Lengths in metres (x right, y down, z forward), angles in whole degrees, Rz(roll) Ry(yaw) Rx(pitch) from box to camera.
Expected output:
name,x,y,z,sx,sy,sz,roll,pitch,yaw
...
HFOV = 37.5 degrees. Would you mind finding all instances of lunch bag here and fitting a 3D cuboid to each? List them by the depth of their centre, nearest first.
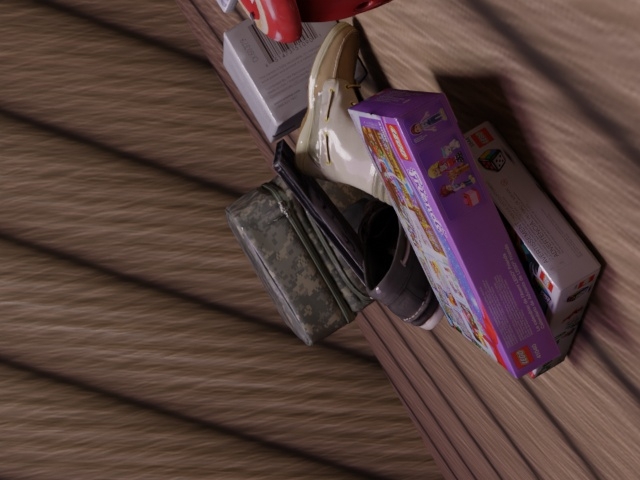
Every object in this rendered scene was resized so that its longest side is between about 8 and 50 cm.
name,x,y,z,sx,sy,sz,roll,pitch,yaw
lunch bag,0.000,0.000,1.731,0.305,0.256,0.212,60,171,-10

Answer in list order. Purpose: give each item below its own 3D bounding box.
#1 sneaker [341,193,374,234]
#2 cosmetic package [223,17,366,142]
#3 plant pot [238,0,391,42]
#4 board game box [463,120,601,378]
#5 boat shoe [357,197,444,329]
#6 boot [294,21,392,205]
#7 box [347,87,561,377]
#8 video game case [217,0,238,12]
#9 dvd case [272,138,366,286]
name,x,y,z,sx,sy,sz,roll,pitch,yaw
sneaker,0.102,0.000,1.498,0.109,0.130,0.286,63,172,-19
cosmetic package,-0.044,-0.254,1.388,0.151,0.151,0.183,60,175,-1
plant pot,-0.009,-0.290,0.871,0.191,0.174,0.191,60,176,7
board game box,0.215,0.023,1.052,0.193,0.053,0.305,58,174,25
boat shoe,0.099,-0.007,1.278,0.095,0.112,0.335,25,-157,-19
boot,0.061,-0.165,1.236,0.165,0.077,0.213,23,110,27
box,0.135,-0.017,0.996,0.293,0.057,0.201,63,175,-15
video game case,-0.164,-0.490,1.465,0.201,0.023,0.183,58,145,16
dvd case,0.007,-0.041,1.345,0.221,0.018,0.164,52,-171,-14
